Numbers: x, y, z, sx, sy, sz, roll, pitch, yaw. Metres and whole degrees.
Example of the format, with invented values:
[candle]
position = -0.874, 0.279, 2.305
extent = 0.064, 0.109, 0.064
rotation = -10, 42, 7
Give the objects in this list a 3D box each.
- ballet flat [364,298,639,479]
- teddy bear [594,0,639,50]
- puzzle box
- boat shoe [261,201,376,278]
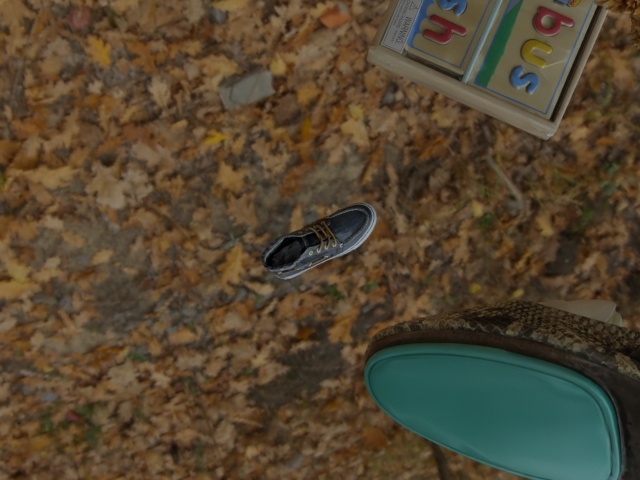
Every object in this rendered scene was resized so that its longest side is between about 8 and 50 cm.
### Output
[ballet flat]
position = 0.272, 0.130, 0.653
extent = 0.182, 0.482, 0.164
rotation = -42, 129, -38
[teddy bear]
position = 0.317, -0.109, 0.605
extent = 0.338, 0.245, 0.113
rotation = 34, 110, -16
[puzzle box]
position = 0.265, -0.371, 1.090
extent = 0.052, 0.272, 0.409
rotation = 108, 6, -83
[boat shoe]
position = 0.000, 0.000, 1.203
extent = 0.183, 0.065, 0.083
rotation = -32, 168, 6
